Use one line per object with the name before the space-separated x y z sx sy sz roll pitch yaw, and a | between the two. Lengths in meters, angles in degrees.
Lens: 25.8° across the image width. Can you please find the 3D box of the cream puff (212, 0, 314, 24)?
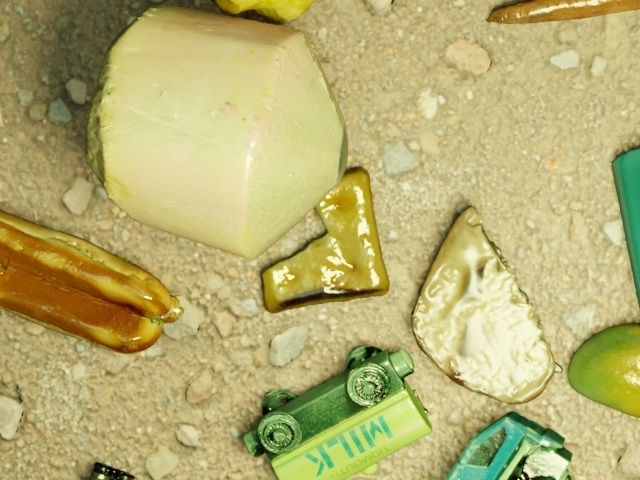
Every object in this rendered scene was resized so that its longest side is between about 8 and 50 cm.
cream puff | -0.079 -0.399 1.736 0.291 0.324 0.257 24 126 -25

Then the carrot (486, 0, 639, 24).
carrot | 0.328 -0.314 1.836 0.224 0.057 0.057 -9 92 9

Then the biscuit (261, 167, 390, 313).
biscuit | 0.000 0.000 1.884 0.174 0.039 0.183 -6 92 7

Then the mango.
mango | 0.423 0.173 1.833 0.195 0.092 0.130 -5 94 14

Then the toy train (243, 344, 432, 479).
toy train | 0.031 0.249 1.866 0.253 0.105 0.157 -30 103 7

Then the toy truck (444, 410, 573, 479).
toy truck | 0.224 0.365 1.826 0.156 0.155 0.279 34 96 12

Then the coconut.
coconut | -0.116 -0.137 1.766 0.309 0.297 0.297 17 94 7

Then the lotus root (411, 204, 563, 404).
lotus root | 0.208 0.105 1.854 0.170 0.074 0.260 -35 89 8

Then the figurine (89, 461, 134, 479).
figurine | -0.309 0.406 1.899 0.114 0.108 0.196 24 88 -19

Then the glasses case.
glasses case | 0.457 0.025 1.784 0.117 0.070 0.301 -10 73 6

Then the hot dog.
hot dog | -0.345 0.056 1.887 0.337 0.100 0.135 20 102 5
